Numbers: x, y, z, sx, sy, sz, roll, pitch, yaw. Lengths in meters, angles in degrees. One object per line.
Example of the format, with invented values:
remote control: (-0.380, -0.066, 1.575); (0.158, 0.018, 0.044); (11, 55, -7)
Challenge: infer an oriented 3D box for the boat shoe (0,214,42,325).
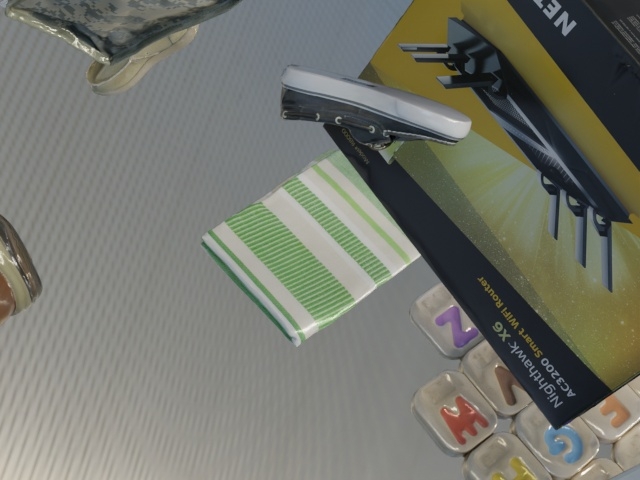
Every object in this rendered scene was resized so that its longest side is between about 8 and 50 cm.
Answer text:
boat shoe: (-0.370, 0.029, 0.803); (0.120, 0.324, 0.122); (-54, 133, -39)

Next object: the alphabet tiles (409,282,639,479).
alphabet tiles: (0.227, 0.117, 0.917); (0.284, 0.278, 0.021); (-33, 161, -19)

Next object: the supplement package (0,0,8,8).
supplement package: (-0.451, -0.528, 1.741); (0.145, 0.262, 0.204); (29, 52, -45)

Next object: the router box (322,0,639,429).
router box: (0.168, -0.053, 0.738); (0.081, 0.243, 0.309); (-23, 70, -43)

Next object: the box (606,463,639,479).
box: (0.303, 0.183, 0.543); (0.345, 0.215, 0.168); (-1, 60, -33)

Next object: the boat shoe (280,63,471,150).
boat shoe: (0.034, -0.084, 0.687); (0.049, 0.142, 0.040); (-15, 122, -57)

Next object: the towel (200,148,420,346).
towel: (0.000, 0.000, 1.660); (0.325, 0.248, 0.038); (-36, 163, -30)

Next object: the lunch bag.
lunch bag: (-0.169, -0.340, 1.025); (0.169, 0.287, 0.235); (23, 61, -46)

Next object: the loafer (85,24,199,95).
loafer: (-0.336, -0.355, 1.832); (0.092, 0.268, 0.102); (32, 40, -42)
